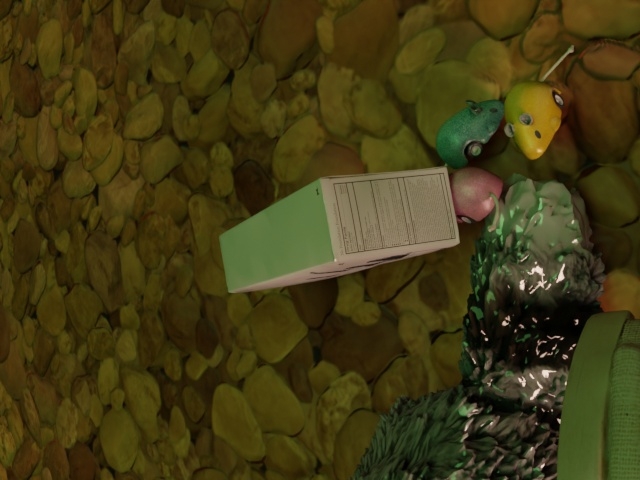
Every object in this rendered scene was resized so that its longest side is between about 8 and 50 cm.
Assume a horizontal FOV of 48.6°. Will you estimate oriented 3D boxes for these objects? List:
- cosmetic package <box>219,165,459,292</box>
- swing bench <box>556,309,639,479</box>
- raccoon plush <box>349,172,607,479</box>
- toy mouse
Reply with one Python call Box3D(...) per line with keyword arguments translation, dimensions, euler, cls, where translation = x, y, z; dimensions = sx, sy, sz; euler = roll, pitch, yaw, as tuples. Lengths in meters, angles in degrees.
Box3D(translation=(0.000, 0.000, 0.565), dimensions=(0.239, 0.099, 0.060), euler=(159, 104, -66), cls="cosmetic package")
Box3D(translation=(0.261, 0.079, 0.277), dimensions=(0.253, 0.255, 0.165), euler=(-14, 82, 42), cls="swing bench")
Box3D(translation=(0.035, 0.180, 0.462), dimensions=(0.216, 0.299, 0.445), euler=(-4, 89, 43), cls="raccoon plush")
Box3D(translation=(0.109, -0.063, 0.519), dimensions=(0.143, 0.031, 0.161), euler=(-28, 34, 51), cls="toy mouse")
